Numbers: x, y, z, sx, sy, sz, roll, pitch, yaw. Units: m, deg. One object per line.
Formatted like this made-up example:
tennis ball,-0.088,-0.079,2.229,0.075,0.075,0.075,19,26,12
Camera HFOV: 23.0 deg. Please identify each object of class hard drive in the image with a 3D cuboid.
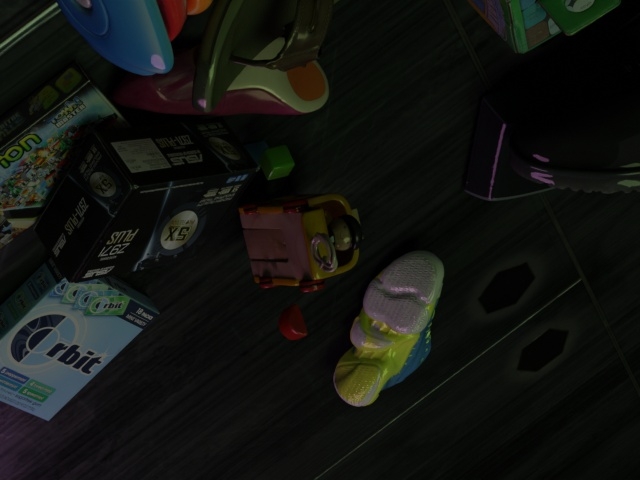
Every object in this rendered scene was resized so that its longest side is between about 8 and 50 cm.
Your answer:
hard drive,0.305,-0.139,1.944,0.254,0.054,0.172,-18,140,-23

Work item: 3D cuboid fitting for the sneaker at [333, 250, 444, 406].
sneaker,0.105,0.105,2.042,0.126,0.091,0.240,-13,141,-56

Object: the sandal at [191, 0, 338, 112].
sandal,-0.016,-0.222,1.487,0.303,0.086,0.120,-43,158,-33

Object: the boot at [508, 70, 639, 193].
boot,0.385,-0.279,1.699,0.367,0.146,0.445,-2,123,4

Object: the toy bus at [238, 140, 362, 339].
toy bus,-0.007,-0.005,1.721,0.104,0.202,0.191,-16,144,-27

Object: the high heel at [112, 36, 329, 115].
high heel,-0.096,-0.156,1.609,0.117,0.082,0.244,-16,176,35

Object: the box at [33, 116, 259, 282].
box,-0.175,-0.043,1.591,0.180,0.077,0.147,-12,148,-49

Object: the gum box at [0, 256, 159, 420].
gum box,-0.293,0.106,1.735,0.184,0.041,0.157,-44,143,8

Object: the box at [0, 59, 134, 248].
box,-0.289,-0.075,1.546,0.207,0.036,0.114,-37,143,1

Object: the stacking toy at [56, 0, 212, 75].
stacking toy,-0.100,-0.299,1.389,0.302,0.175,0.166,-39,141,-21

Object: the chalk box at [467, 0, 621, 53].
chalk box,0.212,-0.290,1.570,0.132,0.213,0.132,-32,143,-7
